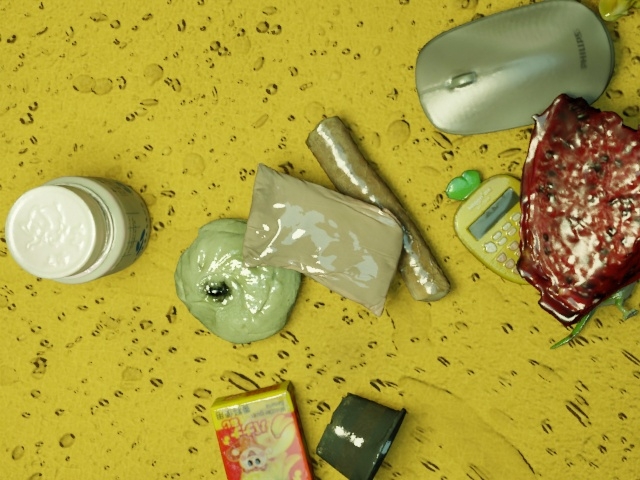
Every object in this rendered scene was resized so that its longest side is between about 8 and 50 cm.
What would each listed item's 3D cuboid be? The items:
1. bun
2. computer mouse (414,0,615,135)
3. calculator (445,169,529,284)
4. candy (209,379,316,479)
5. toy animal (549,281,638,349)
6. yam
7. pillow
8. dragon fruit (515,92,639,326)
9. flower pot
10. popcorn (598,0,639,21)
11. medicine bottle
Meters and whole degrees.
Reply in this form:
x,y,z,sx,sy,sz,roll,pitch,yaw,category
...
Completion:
x,y,z,sx,sy,sz,roll,pitch,yaw,category
-0.136,0.069,1.507,0.221,0.108,0.221,0,91,1,bun
0.322,-0.285,1.489,0.331,0.095,0.197,-15,87,3,computer mouse
0.310,-0.026,1.526,0.146,0.032,0.235,-45,91,3,calculator
-0.086,0.391,1.529,0.146,0.088,0.276,-13,93,1,candy
0.483,0.121,1.515,0.075,0.041,0.217,40,94,31,toy animal
0.097,-0.047,1.513,0.081,0.081,0.357,-33,91,3,yam
0.000,0.000,1.446,0.270,0.067,0.173,19,90,-5,pillow
0.453,-0.038,1.483,0.286,0.228,0.329,37,109,31,dragon fruit
0.062,0.328,1.498,0.107,0.157,0.157,25,93,14,flower pot
0.528,-0.480,1.420,0.259,0.212,0.259,0,85,0,popcorn
-0.380,-0.018,1.423,0.170,0.293,0.170,0,93,3,medicine bottle
